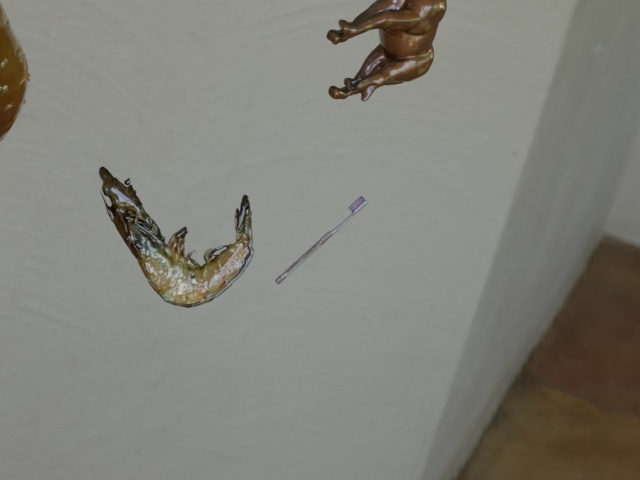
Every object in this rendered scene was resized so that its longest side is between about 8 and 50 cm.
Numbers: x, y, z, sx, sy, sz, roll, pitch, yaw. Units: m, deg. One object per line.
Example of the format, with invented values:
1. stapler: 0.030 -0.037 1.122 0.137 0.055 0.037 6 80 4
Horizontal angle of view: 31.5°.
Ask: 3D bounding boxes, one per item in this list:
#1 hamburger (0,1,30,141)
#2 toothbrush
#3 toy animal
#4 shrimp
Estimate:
1. hamburger: -0.329 -0.111 0.746 0.286 0.243 0.146 -10 68 -46
2. toothbrush: 0.000 0.000 0.889 0.008 0.097 0.006 48 5 13
3. toy animal: 0.099 -0.259 1.150 0.229 0.224 0.066 -33 52 -25
4. shrimp: -0.156 -0.027 1.289 0.195 0.147 0.035 57 1 -2
